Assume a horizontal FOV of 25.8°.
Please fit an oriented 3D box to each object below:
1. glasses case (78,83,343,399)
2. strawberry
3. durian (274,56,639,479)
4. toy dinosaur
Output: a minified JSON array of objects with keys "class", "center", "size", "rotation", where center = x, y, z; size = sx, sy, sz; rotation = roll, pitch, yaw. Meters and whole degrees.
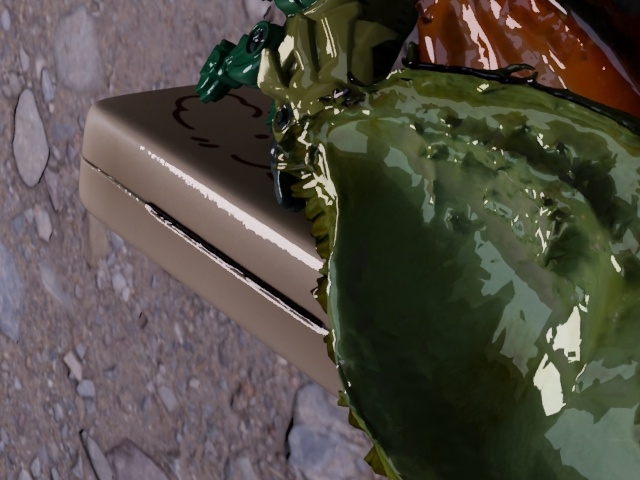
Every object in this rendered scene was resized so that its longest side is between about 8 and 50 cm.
[{"class":"glasses case","center":[0.000,0.000,0.838],"size":[0.336,0.144,0.076],"rotation":[32,124,38]},{"class":"strawberry","center":[0.126,-0.068,0.719],"size":[0.192,0.085,0.140],"rotation":[36,121,30]},{"class":"durian","center":[0.124,0.067,0.585],"size":[0.394,0.163,0.198],"rotation":[40,147,19]},{"class":"toy dinosaur","center":[0.019,-0.139,0.797],"size":[0.153,0.094,0.259],"rotation":[15,82,55]}]
